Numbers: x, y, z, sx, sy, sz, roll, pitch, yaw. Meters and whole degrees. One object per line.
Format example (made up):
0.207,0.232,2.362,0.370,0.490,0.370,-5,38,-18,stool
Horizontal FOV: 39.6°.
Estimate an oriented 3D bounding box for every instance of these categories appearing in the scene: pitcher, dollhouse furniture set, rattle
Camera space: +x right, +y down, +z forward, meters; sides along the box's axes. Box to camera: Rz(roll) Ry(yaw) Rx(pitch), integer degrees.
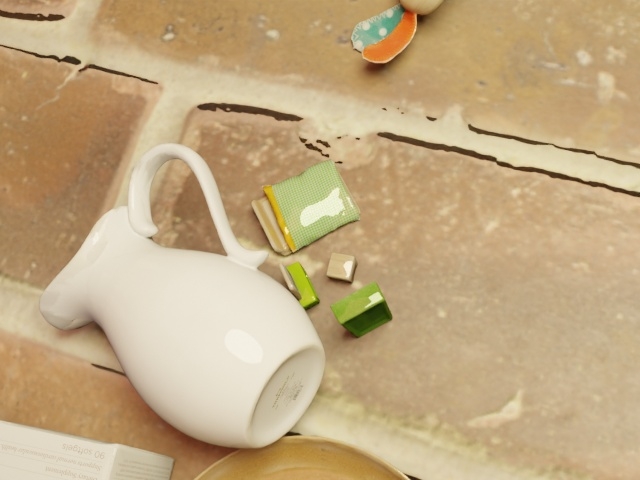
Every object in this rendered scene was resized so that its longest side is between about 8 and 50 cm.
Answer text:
-0.089,0.038,0.651,0.207,0.125,0.178,30,100,29,pitcher
0.000,0.000,0.683,0.076,0.058,0.152,-28,67,3,dollhouse furniture set
0.123,-0.227,0.748,0.130,0.142,0.200,13,90,51,rattle

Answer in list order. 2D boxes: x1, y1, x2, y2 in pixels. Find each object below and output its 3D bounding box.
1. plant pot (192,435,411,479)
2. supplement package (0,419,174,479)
-0.013,0.257,0.612,0.236,0.032,0.236,-5,69,13,plant pot
-0.188,0.229,0.626,0.105,0.105,0.179,7,73,16,supplement package
